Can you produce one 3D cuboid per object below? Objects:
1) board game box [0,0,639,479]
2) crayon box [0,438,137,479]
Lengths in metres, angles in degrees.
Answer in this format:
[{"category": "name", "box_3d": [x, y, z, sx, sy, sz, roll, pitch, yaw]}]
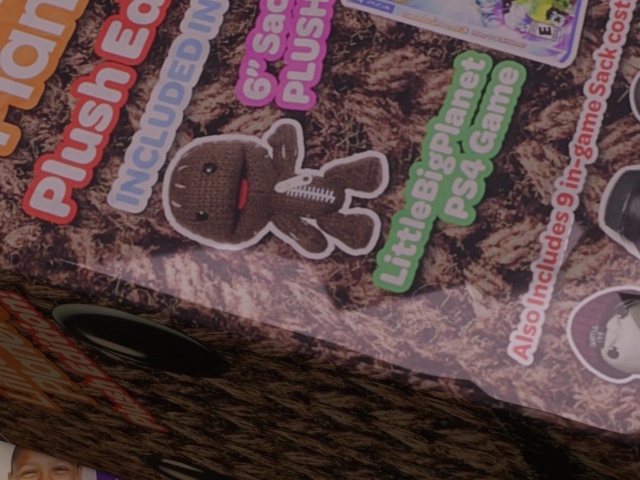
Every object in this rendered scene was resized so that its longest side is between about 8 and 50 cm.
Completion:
[{"category": "board game box", "box_3d": [0.000, 0.000, 0.557, 0.291, 0.232, 0.141, 14, 70, 15]}, {"category": "crayon box", "box_3d": [-0.051, 0.093, 0.697, 0.278, 0.081, 0.165, 5, 68, 11]}]
